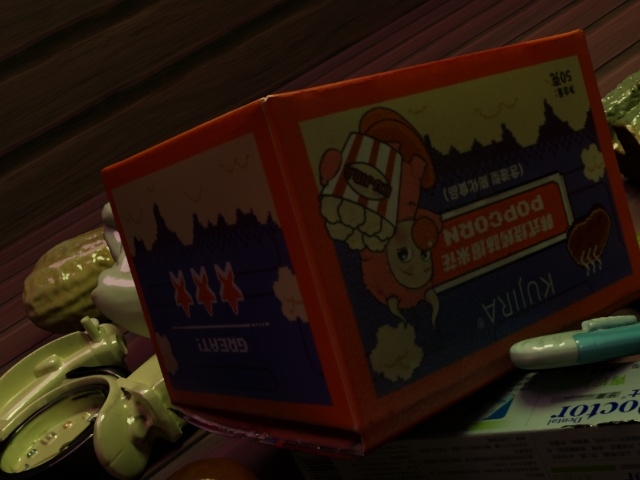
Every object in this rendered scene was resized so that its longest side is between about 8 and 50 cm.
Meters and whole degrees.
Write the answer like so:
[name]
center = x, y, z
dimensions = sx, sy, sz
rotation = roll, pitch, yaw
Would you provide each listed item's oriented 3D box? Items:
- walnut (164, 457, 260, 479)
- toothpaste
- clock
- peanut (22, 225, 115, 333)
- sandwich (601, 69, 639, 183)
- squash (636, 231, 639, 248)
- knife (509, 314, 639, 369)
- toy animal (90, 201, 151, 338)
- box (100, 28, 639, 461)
[walnut]
center = -0.113, 0.253, 0.685
dimensions = 0.116, 0.116, 0.207
rotation = -12, 23, 40
[toothpaste]
center = 0.131, 0.151, 0.685
dimensions = 0.336, 0.067, 0.081
rotation = -13, 21, 36
[clock]
center = -0.313, 0.213, 1.093
dimensions = 0.276, 0.120, 0.379
rotation = -40, 26, -28
[peanut]
center = -0.363, 0.046, 1.565
dimensions = 0.340, 0.158, 0.174
rotation = -28, -13, -16
[sandwich]
center = 0.396, -0.115, 0.963
dimensions = 0.122, 0.128, 0.235
rotation = -34, 17, 5
[squash]
center = 0.320, 0.014, 0.781
dimensions = 0.090, 0.075, 0.200
rotation = -18, 10, -30
[knife]
center = 0.246, 0.070, 0.674
dimensions = 0.222, 0.031, 0.064
rotation = -7, -6, -18
[toy animal]
center = -0.181, 0.033, 1.186
dimensions = 0.194, 0.258, 0.357
rotation = -55, 19, 15
[box]
center = 0.043, -0.005, 0.799
dimensions = 0.349, 0.257, 0.318
rotation = -19, 7, -35
